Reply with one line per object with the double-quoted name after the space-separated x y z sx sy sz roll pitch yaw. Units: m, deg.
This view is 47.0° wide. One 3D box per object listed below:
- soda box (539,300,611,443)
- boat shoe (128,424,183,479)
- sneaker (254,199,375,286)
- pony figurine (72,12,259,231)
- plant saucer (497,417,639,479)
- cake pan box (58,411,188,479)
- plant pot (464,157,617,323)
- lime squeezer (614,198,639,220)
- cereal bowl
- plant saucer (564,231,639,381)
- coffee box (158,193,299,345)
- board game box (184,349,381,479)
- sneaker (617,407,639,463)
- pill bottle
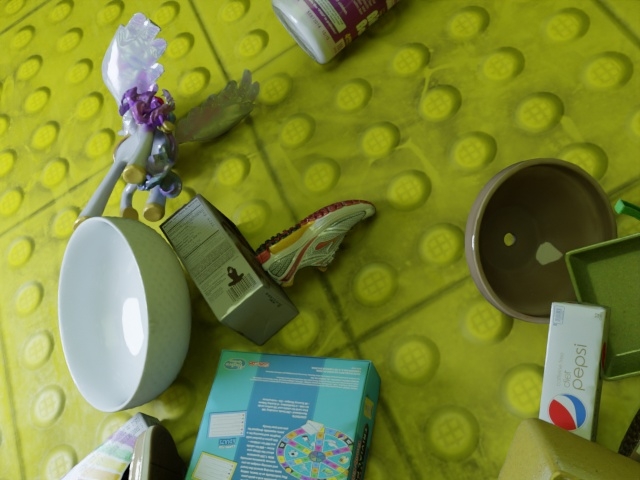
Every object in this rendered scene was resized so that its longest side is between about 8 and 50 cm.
0.337 0.190 0.983 0.069 0.074 0.216 8 91 28 "soda box"
-0.270 0.430 1.094 0.098 0.109 0.302 -10 68 17 "boat shoe"
0.000 0.000 1.276 0.225 0.092 0.088 -31 11 -10 "sneaker"
-0.326 -0.209 1.424 0.351 0.303 0.363 -37 37 35 "pony figurine"
0.336 0.420 0.848 0.333 0.081 0.332 22 79 17 "plant saucer"
-0.322 0.454 1.206 0.267 0.070 0.245 -39 58 1 "cake pan box"
0.304 -0.001 1.085 0.237 0.237 0.110 -56 17 -9 "plant pot"
0.534 -0.043 1.042 0.311 0.109 0.058 -8 39 -13 "lime squeezer"
-0.327 0.124 1.289 0.339 0.141 0.338 1 91 48 "cereal bowl"
0.455 0.080 1.011 0.189 0.045 0.188 -17 86 17 "plant saucer"
-0.162 0.050 1.290 0.098 0.141 0.246 -40 54 1 "coffee box"
-0.065 0.338 1.096 0.254 0.079 0.335 1 57 20 "board game box"
0.463 0.231 0.952 0.086 0.064 0.192 25 91 9 "sneaker"
0.065 -0.503 1.444 0.302 0.169 0.169 -41 56 2 "pill bottle"
